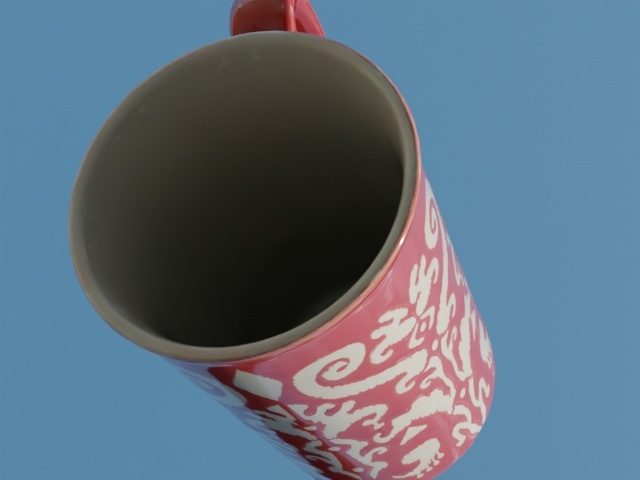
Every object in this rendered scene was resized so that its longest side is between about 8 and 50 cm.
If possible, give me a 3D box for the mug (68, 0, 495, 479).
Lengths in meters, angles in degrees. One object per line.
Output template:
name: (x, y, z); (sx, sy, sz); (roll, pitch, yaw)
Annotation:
mug: (0.008, 0.004, 0.595); (0.113, 0.169, 0.150); (17, -109, 26)
